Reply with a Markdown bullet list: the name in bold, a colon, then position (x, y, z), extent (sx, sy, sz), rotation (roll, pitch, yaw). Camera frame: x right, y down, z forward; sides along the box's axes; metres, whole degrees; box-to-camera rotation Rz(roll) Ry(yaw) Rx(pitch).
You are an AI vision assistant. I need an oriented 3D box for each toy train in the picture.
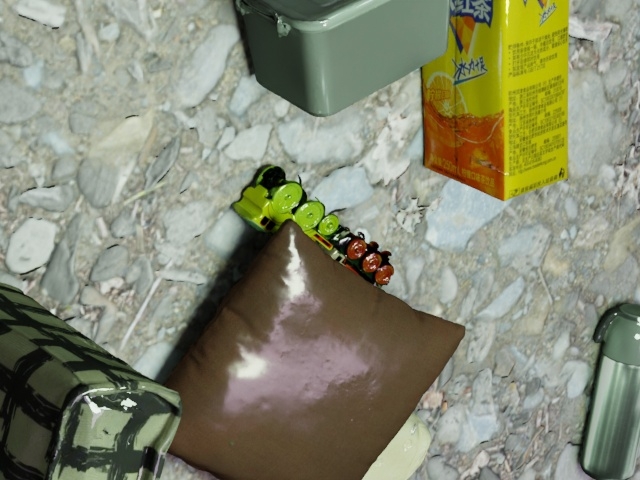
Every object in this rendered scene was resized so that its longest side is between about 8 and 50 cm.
- **toy train**: position (0.000, 0.000, 2.030), extent (0.085, 0.053, 0.249), rotation (-50, 134, 1)

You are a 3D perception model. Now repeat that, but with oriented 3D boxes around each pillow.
- **pillow**: position (-0.022, 0.159, 2.013), extent (0.308, 0.108, 0.305), rotation (32, 95, -33)

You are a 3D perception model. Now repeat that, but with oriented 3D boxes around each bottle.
- **bottle**: position (0.415, 0.214, 2.465), extent (0.096, 0.079, 0.254), rotation (8, 108, -3)

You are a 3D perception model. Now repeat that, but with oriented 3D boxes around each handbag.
- **handbag**: position (-0.302, 0.231, 1.681), extent (0.162, 0.325, 0.327), rotation (14, 99, -41)

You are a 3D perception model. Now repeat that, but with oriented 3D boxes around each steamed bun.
- **steamed bun**: position (0.067, 0.256, 2.169), extent (0.130, 0.091, 0.112), rotation (-52, 135, 2)

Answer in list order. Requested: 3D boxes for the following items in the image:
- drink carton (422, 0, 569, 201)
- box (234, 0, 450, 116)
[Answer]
- **drink carton**: position (0.202, -0.236, 2.025), extent (0.111, 0.154, 0.351), rotation (-21, 121, -33)
- **box**: position (0.029, -0.244, 1.882), extent (0.243, 0.163, 0.135), rotation (-30, 135, -29)
